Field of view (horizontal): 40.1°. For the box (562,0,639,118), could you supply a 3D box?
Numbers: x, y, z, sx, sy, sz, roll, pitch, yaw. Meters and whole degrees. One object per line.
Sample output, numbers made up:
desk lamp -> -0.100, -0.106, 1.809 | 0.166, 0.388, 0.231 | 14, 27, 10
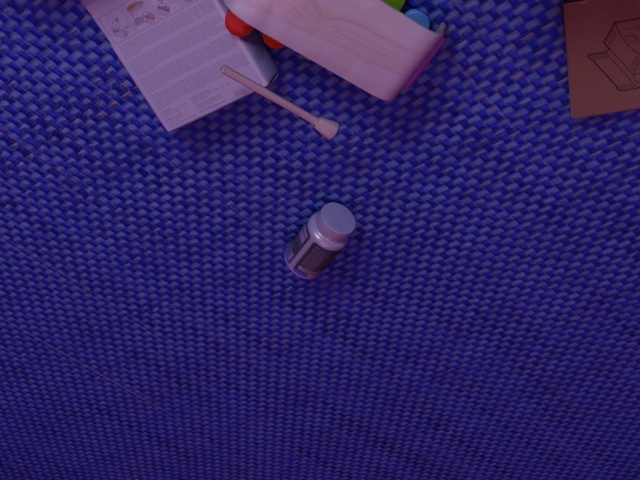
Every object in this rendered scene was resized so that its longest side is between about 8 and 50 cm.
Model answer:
box -> 0.421, -0.259, 1.197 | 0.164, 0.021, 0.201 | -7, 137, 14

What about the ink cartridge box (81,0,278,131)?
ink cartridge box -> -0.196, -0.288, 1.229 | 0.189, 0.066, 0.232 | -20, 112, 27

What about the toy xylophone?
toy xylophone -> 0.001, -0.277, 1.153 | 0.322, 0.081, 0.236 | 33, 119, -26

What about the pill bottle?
pill bottle -> 0.000, 0.000, 1.500 | 0.078, 0.078, 0.137 | 22, 137, -18
